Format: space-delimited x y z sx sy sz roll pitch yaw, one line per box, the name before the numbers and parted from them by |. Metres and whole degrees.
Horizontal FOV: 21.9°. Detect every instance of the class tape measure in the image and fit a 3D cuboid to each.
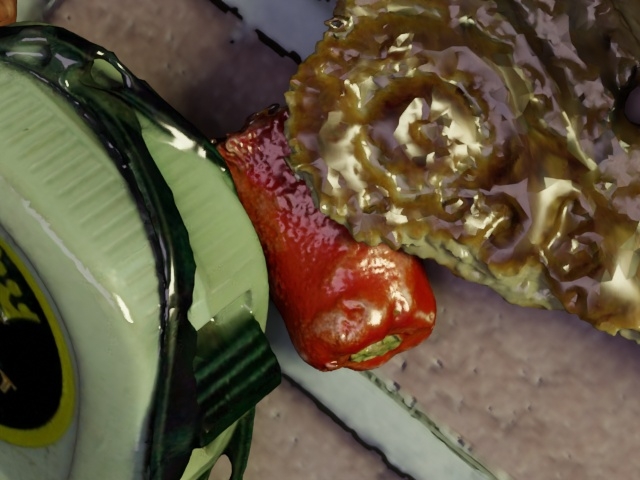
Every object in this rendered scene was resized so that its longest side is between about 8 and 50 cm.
tape measure | -0.097 0.023 0.717 0.235 0.115 0.207 47 138 7

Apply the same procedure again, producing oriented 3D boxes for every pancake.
pancake | 0.114 -0.071 0.673 0.257 0.056 0.212 24 93 1

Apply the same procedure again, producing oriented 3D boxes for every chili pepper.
chili pepper | 0.000 0.000 0.728 0.123 0.073 0.070 63 152 3

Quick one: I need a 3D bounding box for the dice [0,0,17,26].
dice | -0.254 -0.105 0.741 0.179 0.175 0.174 -38 85 16
